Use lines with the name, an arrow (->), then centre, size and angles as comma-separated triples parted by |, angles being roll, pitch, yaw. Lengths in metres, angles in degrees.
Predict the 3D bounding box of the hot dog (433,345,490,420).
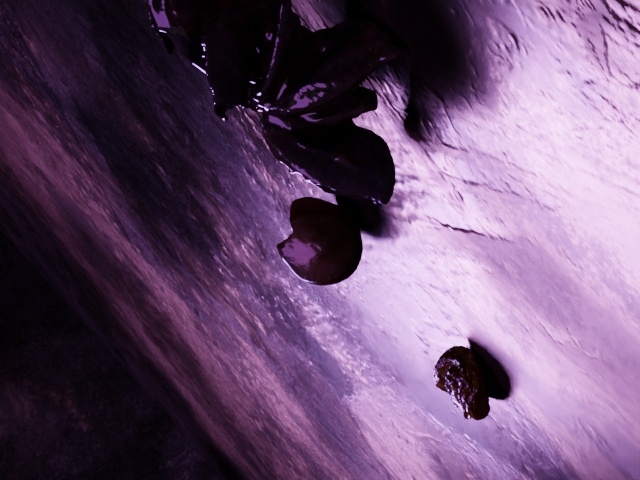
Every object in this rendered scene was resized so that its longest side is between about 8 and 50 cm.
hot dog -> 0.130, 0.131, 1.757 | 0.058, 0.035, 0.083 | 47, 164, 34

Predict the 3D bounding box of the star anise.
star anise -> -0.027, -0.126, 1.496 | 0.283, 0.129, 0.212 | 50, 173, -23

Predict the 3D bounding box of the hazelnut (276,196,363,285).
hazelnut -> 0.000, 0.000, 1.786 | 0.086, 0.086, 0.086 | 48, 164, 18
